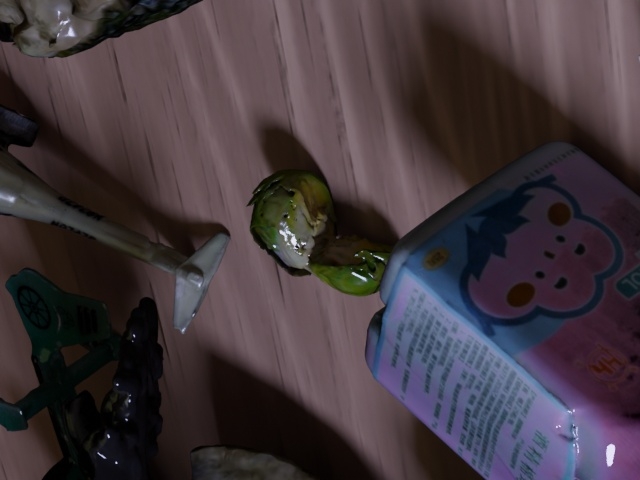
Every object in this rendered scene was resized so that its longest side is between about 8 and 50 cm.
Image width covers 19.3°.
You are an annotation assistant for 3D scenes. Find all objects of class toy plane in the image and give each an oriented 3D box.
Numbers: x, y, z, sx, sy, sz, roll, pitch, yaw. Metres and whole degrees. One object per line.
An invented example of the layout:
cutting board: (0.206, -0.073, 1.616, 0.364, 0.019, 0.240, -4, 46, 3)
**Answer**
toy plane: (-0.184, -0.030, 1.126, 0.286, 0.092, 0.108, 25, 178, 13)
toy plane: (-0.146, 0.180, 1.269, 0.155, 0.106, 0.382, 11, 125, 41)

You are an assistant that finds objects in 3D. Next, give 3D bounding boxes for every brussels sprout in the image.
brussels sprout: (0.001, 0.001, 0.961, 0.083, 0.046, 0.051, 43, 151, 21)

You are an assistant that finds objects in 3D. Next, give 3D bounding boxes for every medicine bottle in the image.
medicine bottle: (0.122, 0.059, 0.780, 0.188, 0.119, 0.094, 42, 145, 23)

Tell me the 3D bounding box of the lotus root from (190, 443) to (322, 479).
lotus root: (-0.005, 0.275, 1.129, 0.142, 0.210, 0.314, -1, 132, 2)

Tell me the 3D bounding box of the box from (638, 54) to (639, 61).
box: (0.165, -0.050, 0.719, 0.083, 0.024, 0.054, 8, 125, 50)

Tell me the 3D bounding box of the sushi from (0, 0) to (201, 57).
sushi: (-0.068, -0.197, 0.768, 0.350, 0.170, 0.211, -26, 94, 57)

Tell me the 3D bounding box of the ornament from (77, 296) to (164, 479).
ornament: (-0.124, 0.165, 1.065, 0.251, 0.106, 0.261, 88, -174, -82)
